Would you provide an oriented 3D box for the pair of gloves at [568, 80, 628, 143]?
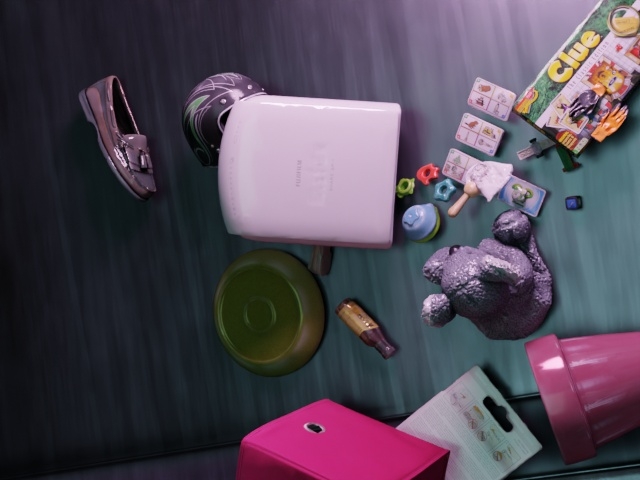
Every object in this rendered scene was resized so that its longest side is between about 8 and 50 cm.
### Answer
[{"bbox_3d":[0.436,-0.202,1.739,0.074,0.010,0.083,-44,72,4],"label":"pair of gloves"}]

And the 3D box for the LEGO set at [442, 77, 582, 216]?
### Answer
[{"bbox_3d":[0.344,-0.146,1.854,0.244,0.060,0.182,28,114,24],"label":"LEGO set"}]

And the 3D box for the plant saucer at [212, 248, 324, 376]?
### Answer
[{"bbox_3d":[-0.107,0.136,2.050,0.241,0.037,0.240,1,93,28],"label":"plant saucer"}]

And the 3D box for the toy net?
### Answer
[{"bbox_3d":[0.231,-0.085,1.884,0.232,0.045,0.122,-23,53,31],"label":"toy net"}]

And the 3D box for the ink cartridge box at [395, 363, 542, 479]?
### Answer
[{"bbox_3d":[0.242,0.346,1.890,0.225,0.056,0.181,-42,73,14],"label":"ink cartridge box"}]

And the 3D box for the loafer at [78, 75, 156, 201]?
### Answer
[{"bbox_3d":[-0.384,-0.203,2.161,0.084,0.096,0.267,-35,74,15],"label":"loafer"}]

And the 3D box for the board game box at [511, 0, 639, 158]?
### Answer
[{"bbox_3d":[0.440,-0.272,1.773,0.136,0.030,0.259,39,92,22],"label":"board game box"}]

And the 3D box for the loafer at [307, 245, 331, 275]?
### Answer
[{"bbox_3d":[0.000,0.000,2.006,0.039,0.045,0.125,14,100,35],"label":"loafer"}]

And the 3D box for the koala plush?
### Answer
[{"bbox_3d":[0.264,0.071,1.781,0.196,0.221,0.203,-33,77,21],"label":"koala plush"}]

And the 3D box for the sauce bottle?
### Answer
[{"bbox_3d":[0.081,0.158,1.968,0.128,0.042,0.042,44,107,16],"label":"sauce bottle"}]

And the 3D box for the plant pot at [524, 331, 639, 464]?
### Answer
[{"bbox_3d":[0.434,0.229,1.729,0.180,0.201,0.201,-18,82,9],"label":"plant pot"}]

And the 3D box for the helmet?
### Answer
[{"bbox_3d":[-0.172,-0.223,2.020,0.170,0.169,0.161,-5,104,25],"label":"helmet"}]

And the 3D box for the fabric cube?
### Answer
[{"bbox_3d":[0.028,0.448,1.838,0.258,0.254,0.259,18,109,32],"label":"fabric cube"}]

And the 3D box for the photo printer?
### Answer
[{"bbox_3d":[-0.022,-0.119,1.914,0.308,0.107,0.255,4,96,-1],"label":"photo printer"}]
